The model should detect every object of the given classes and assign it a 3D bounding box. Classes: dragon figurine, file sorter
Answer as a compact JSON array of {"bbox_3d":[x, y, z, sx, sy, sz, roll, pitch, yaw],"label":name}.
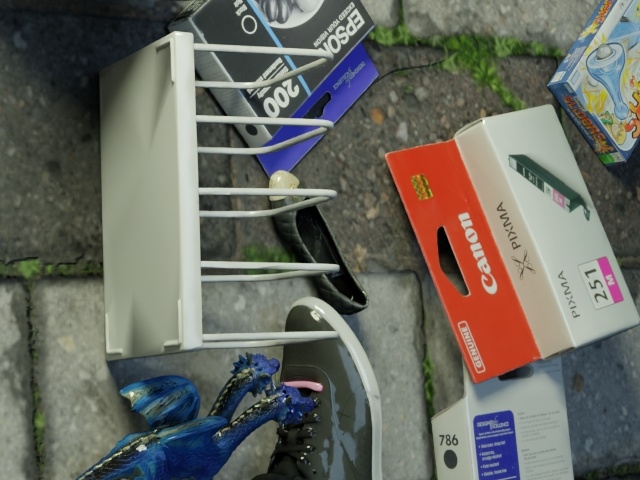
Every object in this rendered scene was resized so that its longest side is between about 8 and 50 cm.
[{"bbox_3d":[-0.139,0.179,1.703,0.289,0.085,0.144,-4,127,-42],"label":"dragon figurine"},{"bbox_3d":[-0.090,-0.033,1.723,0.173,0.193,0.278,1,84,-26],"label":"file sorter"}]

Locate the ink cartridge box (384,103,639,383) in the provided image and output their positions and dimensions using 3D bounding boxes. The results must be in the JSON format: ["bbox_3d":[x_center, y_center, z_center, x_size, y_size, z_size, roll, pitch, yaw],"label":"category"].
[{"bbox_3d":[0.214,-0.002,2.052,0.239,0.060,0.275,-15,81,-45],"label":"ink cartridge box"}]

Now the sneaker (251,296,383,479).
[{"bbox_3d":[-0.020,0.209,1.834,0.147,0.104,0.296,-13,98,-46],"label":"sneaker"}]

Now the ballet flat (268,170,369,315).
[{"bbox_3d":[0.000,0.000,1.916,0.057,0.049,0.173,-45,114,-37],"label":"ballet flat"}]

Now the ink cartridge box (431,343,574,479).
[{"bbox_3d":[0.208,0.283,2.053,0.165,0.065,0.333,-3,88,-41],"label":"ink cartridge box"}]

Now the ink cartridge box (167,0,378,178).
[{"bbox_3d":[-0.032,-0.198,1.918,0.206,0.045,0.208,-50,118,-33],"label":"ink cartridge box"}]

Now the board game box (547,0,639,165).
[{"bbox_3d":[0.364,-0.208,2.268,0.136,0.035,0.201,50,56,-25],"label":"board game box"}]
